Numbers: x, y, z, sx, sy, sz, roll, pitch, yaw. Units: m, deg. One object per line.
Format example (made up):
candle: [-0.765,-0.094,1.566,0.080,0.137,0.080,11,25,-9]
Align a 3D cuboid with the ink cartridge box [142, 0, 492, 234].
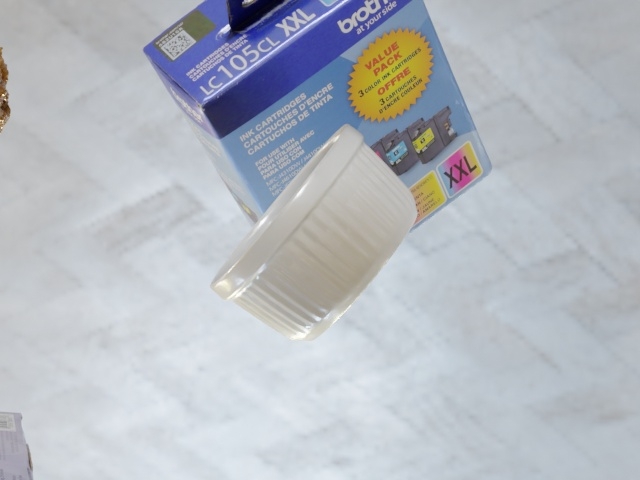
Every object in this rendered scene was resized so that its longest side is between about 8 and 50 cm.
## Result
ink cartridge box: [-0.005,-0.160,1.814,0.270,0.151,0.395,-37,134,-8]

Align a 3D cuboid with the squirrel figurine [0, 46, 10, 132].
squirrel figurine: [-0.553,-0.155,1.876,0.397,0.281,0.370,-18,162,16]

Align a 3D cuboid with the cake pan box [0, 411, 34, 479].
cake pan box: [-0.336,0.178,1.229,0.245,0.070,0.267,6,-171,-15]

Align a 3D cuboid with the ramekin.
ramekin: [0.000,0.000,1.617,0.109,0.207,0.207,40,137,-5]
